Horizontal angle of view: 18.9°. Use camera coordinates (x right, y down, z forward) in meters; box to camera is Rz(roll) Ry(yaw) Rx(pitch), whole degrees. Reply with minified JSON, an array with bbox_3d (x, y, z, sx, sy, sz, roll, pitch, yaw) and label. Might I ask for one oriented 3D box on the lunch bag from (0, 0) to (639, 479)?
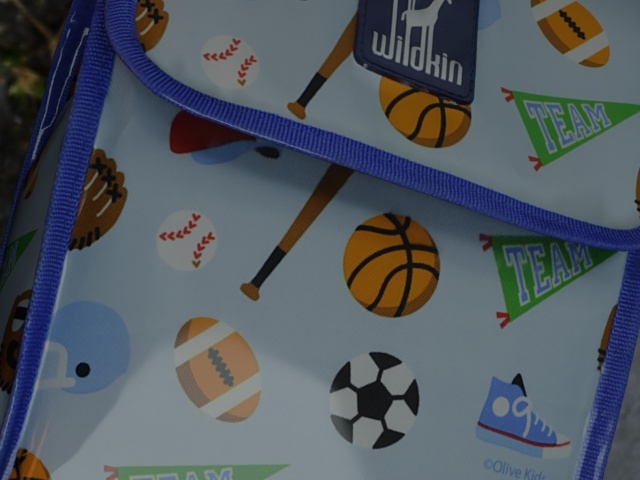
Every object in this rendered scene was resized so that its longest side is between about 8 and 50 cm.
[{"bbox_3d":[0.000,0.000,1.023,0.327,0.239,0.385,17,85,-16],"label":"lunch bag"}]
